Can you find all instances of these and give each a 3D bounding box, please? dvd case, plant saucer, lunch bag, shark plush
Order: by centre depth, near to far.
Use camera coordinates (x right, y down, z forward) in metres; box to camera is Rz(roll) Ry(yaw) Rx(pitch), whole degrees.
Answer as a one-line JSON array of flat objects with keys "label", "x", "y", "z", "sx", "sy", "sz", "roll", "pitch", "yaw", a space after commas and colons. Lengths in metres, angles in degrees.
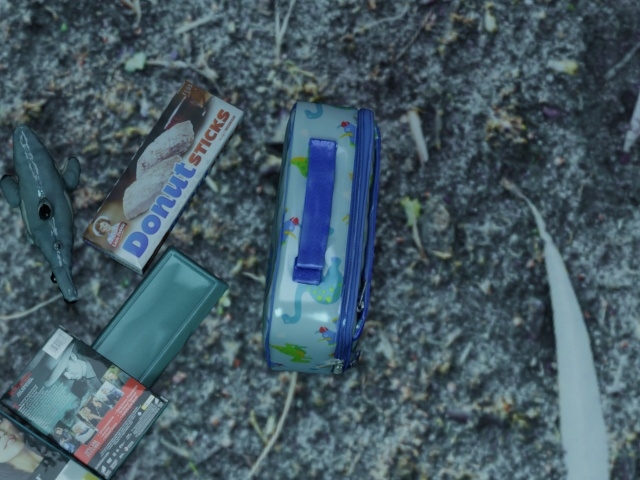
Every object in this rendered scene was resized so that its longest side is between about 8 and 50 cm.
[{"label": "lunch bag", "x": 0.000, "y": 0.000, "z": 1.649, "sx": 0.090, "sy": 0.176, "sz": 0.219, "roll": 6, "pitch": 70, "yaw": 0}, {"label": "dvd case", "x": -0.205, "y": 0.140, "z": 1.661, "sx": 0.119, "sy": 0.013, "sz": 0.087, "roll": 34, "pitch": 74, "yaw": 8}, {"label": "plant saucer", "x": -0.164, "y": 0.093, "z": 1.695, "sx": 0.067, "sy": 0.018, "sz": 0.192, "roll": 34, "pitch": 74, "yaw": 10}, {"label": "shark plush", "x": -0.249, "y": -0.019, "z": 1.703, "sx": 0.073, "sy": 0.067, "sz": 0.161, "roll": -4, "pitch": 71, "yaw": -4}]

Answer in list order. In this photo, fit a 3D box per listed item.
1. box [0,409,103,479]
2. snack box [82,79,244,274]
[{"label": "box", "x": -0.219, "y": 0.239, "z": 1.619, "sx": 0.244, "sy": 0.060, "sz": 0.100, "roll": 32, "pitch": 73, "yaw": 8}, {"label": "snack box", "x": -0.142, "y": -0.058, "z": 1.744, "sx": 0.064, "sy": 0.022, "sz": 0.178, "roll": 29, "pitch": 72, "yaw": 6}]
